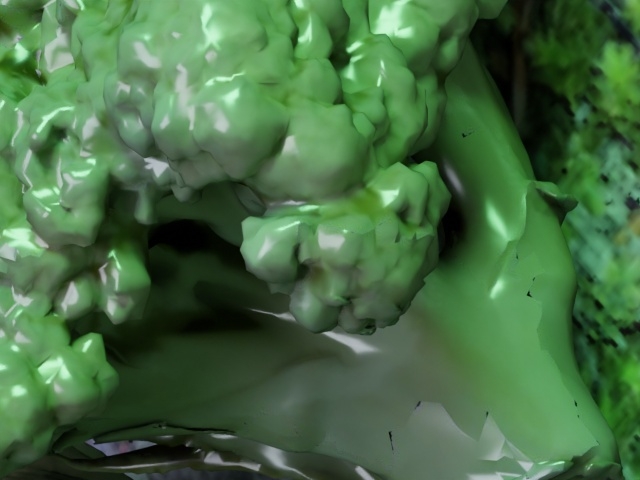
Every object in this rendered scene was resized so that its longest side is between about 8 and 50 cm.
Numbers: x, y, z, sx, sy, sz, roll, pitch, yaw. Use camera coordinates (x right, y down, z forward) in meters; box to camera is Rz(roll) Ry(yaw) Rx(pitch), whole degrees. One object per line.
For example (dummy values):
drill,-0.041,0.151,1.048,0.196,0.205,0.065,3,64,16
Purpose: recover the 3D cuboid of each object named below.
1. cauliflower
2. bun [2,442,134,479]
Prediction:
cauliflower,-0.014,-0.015,0.670,0.281,0.260,0.327,24,66,22
bun,-0.090,0.187,0.767,0.160,0.259,0.259,-29,64,-2
